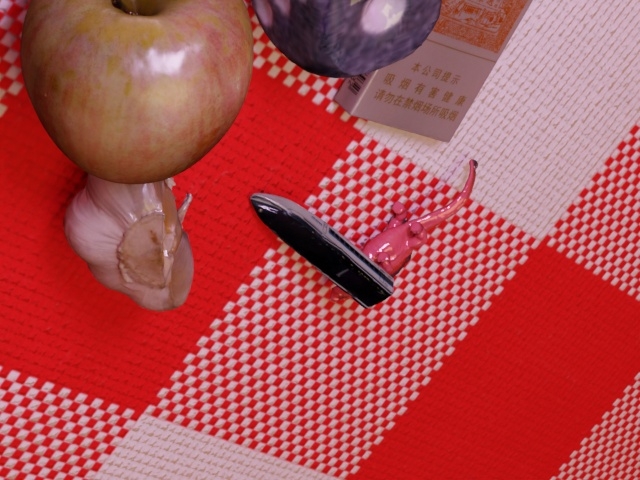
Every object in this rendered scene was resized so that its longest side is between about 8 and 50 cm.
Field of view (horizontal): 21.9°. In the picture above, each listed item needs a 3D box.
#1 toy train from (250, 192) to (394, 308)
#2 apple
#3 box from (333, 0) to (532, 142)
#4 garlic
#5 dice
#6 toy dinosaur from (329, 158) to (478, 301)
[{"bbox_3d":[0.000,0.000,2.246,0.055,0.048,0.252,-27,124,36],"label":"toy train"},{"bbox_3d":[-0.197,-0.192,1.799,0.257,0.257,0.234,-27,149,-19],"label":"apple"},{"bbox_3d":[0.183,-0.308,2.166,0.204,0.051,0.365,11,116,-44],"label":"box"},{"bbox_3d":[-0.234,-0.019,2.012,0.143,0.178,0.229,-12,118,9],"label":"garlic"},{"bbox_3d":[0.028,-0.312,1.935,0.181,0.183,0.182,-23,136,-26],"label":"dice"},{"bbox_3d":[0.126,0.007,2.391,0.286,0.070,0.139,-38,150,-12],"label":"toy dinosaur"}]
